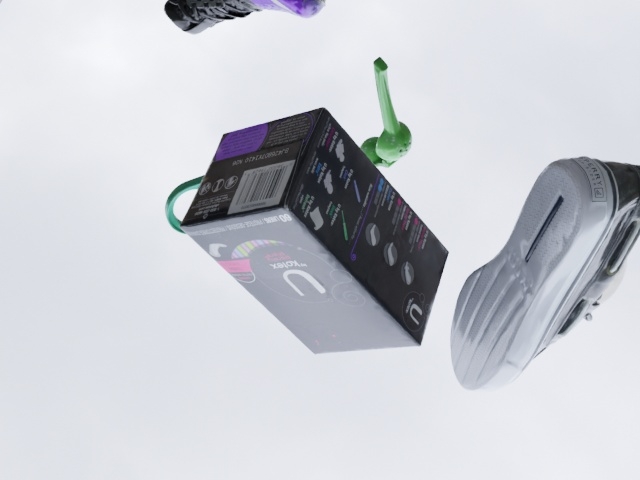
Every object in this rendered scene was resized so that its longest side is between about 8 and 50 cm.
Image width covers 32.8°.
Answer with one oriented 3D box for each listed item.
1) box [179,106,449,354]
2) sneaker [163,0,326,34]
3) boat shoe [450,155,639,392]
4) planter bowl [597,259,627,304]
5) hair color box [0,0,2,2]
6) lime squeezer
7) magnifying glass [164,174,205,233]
[{"bbox_3d":[0.000,0.000,1.240,0.165,0.270,0.143,-9,-132,39],"label":"box"},{"bbox_3d":[-0.120,-0.318,1.381,0.293,0.102,0.146,36,-83,33],"label":"sneaker"},{"bbox_3d":[0.237,0.050,1.105,0.119,0.335,0.121,0,-127,-21],"label":"boat shoe"},{"bbox_3d":[0.343,0.026,1.475,0.162,0.162,0.109,-1,-174,4],"label":"planter bowl"},{"bbox_3d":[-0.523,-0.294,1.249,0.339,0.110,0.185,25,-95,31],"label":"hair color box"},{"bbox_3d":[0.066,-0.143,1.505,0.110,0.310,0.059,34,-109,-4],"label":"lime squeezer"},{"bbox_3d":[-0.153,-0.094,1.733,0.231,0.092,0.026,-41,-144,11],"label":"magnifying glass"}]
